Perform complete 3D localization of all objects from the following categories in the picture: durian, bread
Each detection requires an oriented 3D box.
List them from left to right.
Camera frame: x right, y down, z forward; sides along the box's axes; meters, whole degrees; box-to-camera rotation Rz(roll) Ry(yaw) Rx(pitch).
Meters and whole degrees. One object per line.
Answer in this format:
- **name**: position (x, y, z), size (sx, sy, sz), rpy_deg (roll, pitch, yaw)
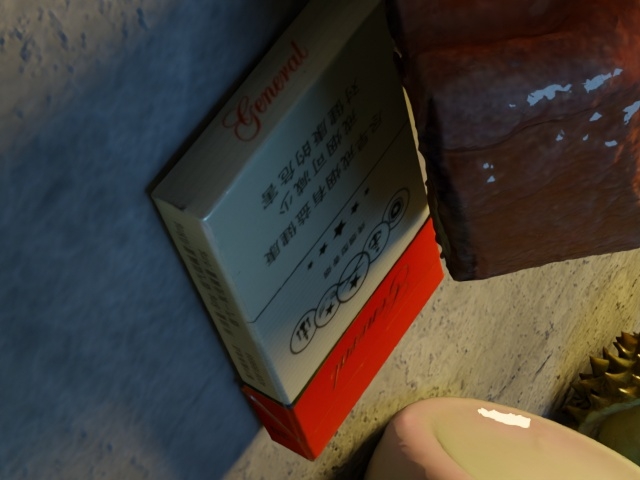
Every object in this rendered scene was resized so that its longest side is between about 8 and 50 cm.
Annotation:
- **bread**: position (0.097, -0.079, 0.716), size (0.244, 0.123, 0.190), rpy_deg (71, 13, -63)
- **durian**: position (0.296, 0.155, 1.328), size (0.172, 0.166, 0.306), rpy_deg (-36, 154, -39)

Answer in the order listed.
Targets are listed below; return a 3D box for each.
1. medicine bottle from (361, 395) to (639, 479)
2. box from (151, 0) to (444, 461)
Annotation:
- **medicine bottle**: position (0.076, 0.313, 1.016), size (0.219, 0.219, 0.388), rpy_deg (-7, 123, -60)
- **box**: position (0.000, 0.000, 0.764), size (0.139, 0.035, 0.245), rpy_deg (-54, 154, -19)
